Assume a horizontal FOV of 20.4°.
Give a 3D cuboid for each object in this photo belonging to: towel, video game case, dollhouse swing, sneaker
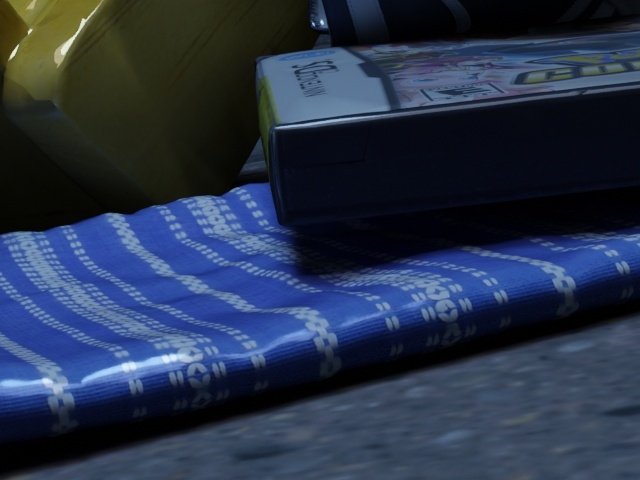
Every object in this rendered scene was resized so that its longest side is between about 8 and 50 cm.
[{"bbox_3d":[0.000,0.000,0.595,0.336,0.040,0.243,-13,11,-19],"label":"towel"},{"bbox_3d":[0.113,-0.058,0.666,0.275,0.035,0.248,-7,11,-2],"label":"video game case"},{"bbox_3d":[-0.228,-0.154,0.802,0.347,0.305,0.315,-4,38,29],"label":"dollhouse swing"},{"bbox_3d":[0.090,-0.120,0.856,0.153,0.099,0.282,-14,-18,22],"label":"sneaker"}]
